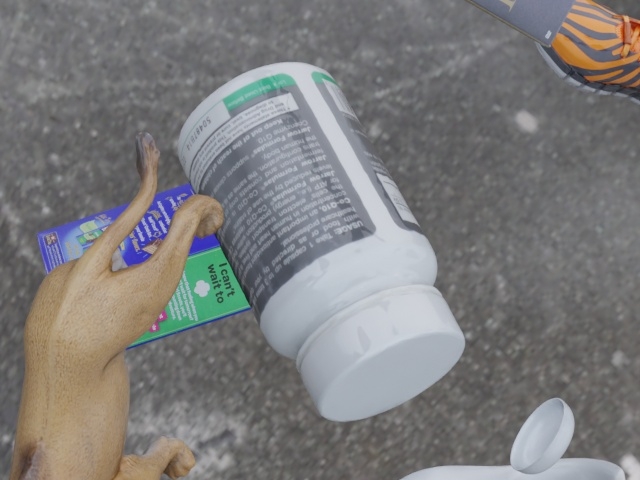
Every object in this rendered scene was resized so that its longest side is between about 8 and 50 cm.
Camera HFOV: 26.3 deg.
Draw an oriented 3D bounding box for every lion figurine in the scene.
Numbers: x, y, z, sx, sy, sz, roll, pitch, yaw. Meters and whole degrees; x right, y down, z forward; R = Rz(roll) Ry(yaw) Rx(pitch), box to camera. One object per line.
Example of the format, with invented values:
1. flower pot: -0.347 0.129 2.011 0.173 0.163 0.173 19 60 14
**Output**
1. lion figurine: -0.178 0.126 1.040 0.142 0.392 0.240 4 13 18

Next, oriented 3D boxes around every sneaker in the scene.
1. sneaker: 0.421 -0.243 1.674 0.321 0.180 0.125 17 67 -29

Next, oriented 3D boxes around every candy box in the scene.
1. candy box: -0.234 0.032 1.999 0.317 0.122 0.268 -19 25 -8

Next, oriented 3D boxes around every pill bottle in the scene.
1. pill bottle: 0.000 0.000 1.492 0.204 0.204 0.361 -7 56 -35

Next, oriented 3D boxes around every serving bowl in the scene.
1. serving bowl: 0.223 0.197 1.352 0.027 0.083 0.083 35 44 -12

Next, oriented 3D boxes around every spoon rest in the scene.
1. spoon rest: 0.178 0.285 1.434 0.276 0.137 0.084 -13 18 -8

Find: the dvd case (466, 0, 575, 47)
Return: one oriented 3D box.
1. dvd case: 0.165 -0.310 1.310 0.221 0.164 0.018 29 3 -7
